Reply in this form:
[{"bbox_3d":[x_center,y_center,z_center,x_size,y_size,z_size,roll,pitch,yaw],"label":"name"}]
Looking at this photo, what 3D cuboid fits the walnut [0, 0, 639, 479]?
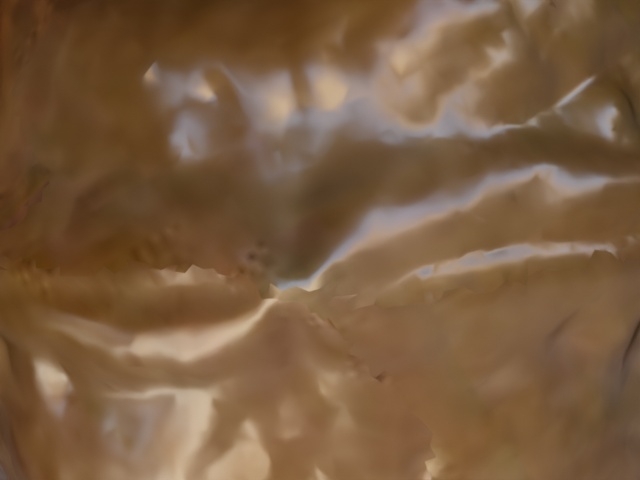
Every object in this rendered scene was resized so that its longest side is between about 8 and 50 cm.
[{"bbox_3d":[0.004,0.001,0.587,0.306,0.344,0.306,1,97,5],"label":"walnut"}]
